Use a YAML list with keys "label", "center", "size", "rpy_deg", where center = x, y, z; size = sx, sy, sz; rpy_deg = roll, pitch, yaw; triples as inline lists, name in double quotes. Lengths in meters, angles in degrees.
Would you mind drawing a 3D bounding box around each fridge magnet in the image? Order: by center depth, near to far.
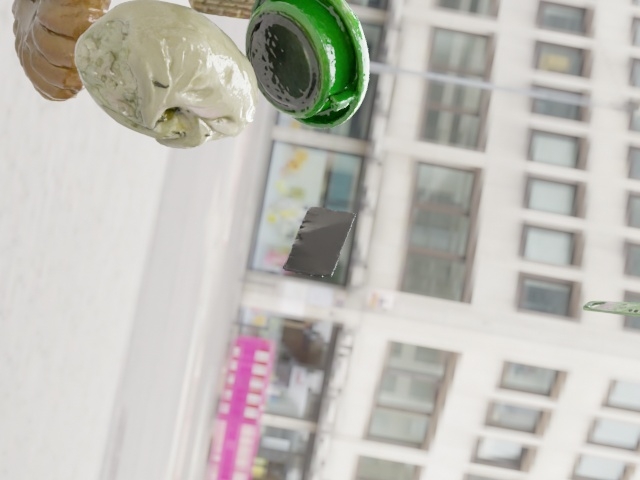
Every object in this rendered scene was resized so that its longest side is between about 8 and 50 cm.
- label: "fridge magnet"
  center: [-0.022, -0.243, 1.837]
  size: [0.088, 0.208, 0.208]
  rpy_deg: [-28, 143, -38]

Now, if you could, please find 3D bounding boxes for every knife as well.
- label: "knife"
  center: [0.451, 0.096, 1.911]
  size: [0.030, 0.207, 0.014]
  rpy_deg: [-46, 127, -40]

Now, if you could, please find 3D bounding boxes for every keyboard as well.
- label: "keyboard"
  center: [0.000, 0.002, 2.063]
  size: [0.196, 0.074, 0.015]
  rpy_deg: [-68, 169, -59]

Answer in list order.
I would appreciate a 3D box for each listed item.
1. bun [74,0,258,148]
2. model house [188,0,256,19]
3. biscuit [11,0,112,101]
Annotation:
- label: "bun"
  center: [-0.194, -0.195, 1.751]
  size: [0.210, 0.237, 0.116]
  rpy_deg: [110, -6, -55]
- label: "model house"
  center: [-0.119, -0.500, 2.323]
  size: [0.321, 0.261, 0.266]
  rpy_deg: [-152, -113, -66]
- label: "biscuit"
  center: [-0.392, -0.370, 2.109]
  size: [0.326, 0.107, 0.325]
  rpy_deg: [-173, -90, -67]
